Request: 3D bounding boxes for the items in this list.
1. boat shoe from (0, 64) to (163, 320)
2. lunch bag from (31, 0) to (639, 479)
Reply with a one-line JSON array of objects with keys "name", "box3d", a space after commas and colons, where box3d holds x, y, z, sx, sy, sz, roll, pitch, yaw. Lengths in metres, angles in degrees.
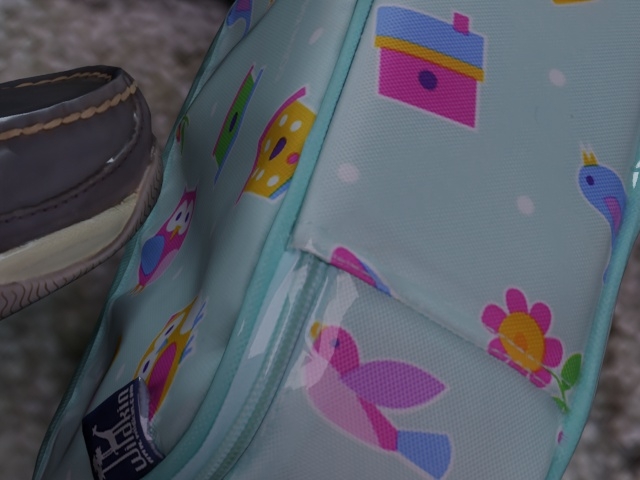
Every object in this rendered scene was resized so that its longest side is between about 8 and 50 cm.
[{"name": "boat shoe", "box3d": [-0.200, -0.023, 0.341, 0.355, 0.132, 0.130, -13, 104, -35]}, {"name": "lunch bag", "box3d": [0.000, 0.000, 0.451, 0.108, 0.224, 0.279, 30, 59, -16]}]
